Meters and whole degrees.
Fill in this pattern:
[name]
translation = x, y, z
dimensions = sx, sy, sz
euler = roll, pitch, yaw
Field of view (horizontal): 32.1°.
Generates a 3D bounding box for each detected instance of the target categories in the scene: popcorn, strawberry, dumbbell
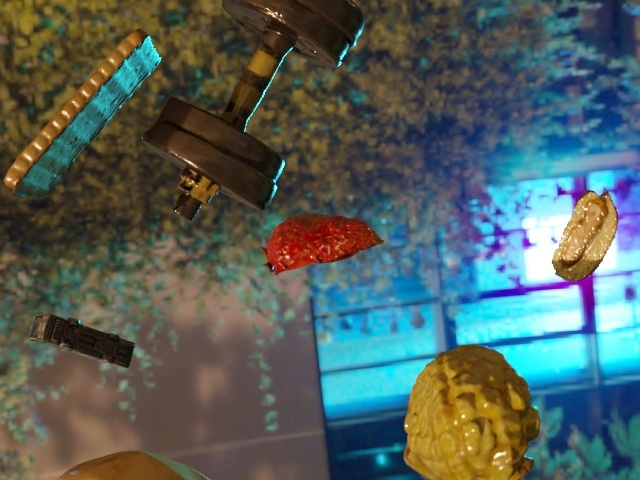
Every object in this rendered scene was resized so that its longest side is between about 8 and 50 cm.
[popcorn]
translation = 0.234, 0.277, 1.782
dimensions = 0.174, 0.225, 0.286
euler = 8, 170, -15
[strawberry]
translation = 0.000, 0.000, 1.595
dimensions = 0.187, 0.082, 0.146
euler = -9, -165, 25
[dumbbell]
translation = -0.085, -0.202, 1.416
dimensions = 0.185, 0.388, 0.185
euler = 29, 177, 2

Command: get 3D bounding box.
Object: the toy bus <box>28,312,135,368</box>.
[toy bus]
translation = -0.354, 0.149, 1.648
dimensions = 0.065, 0.047, 0.166
euler = 0, 161, 44

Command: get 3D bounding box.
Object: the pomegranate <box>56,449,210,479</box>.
[pomegranate]
translation = -0.269, 0.486, 1.656
dimensions = 0.342, 0.342, 0.342
euler = -6, -171, 1

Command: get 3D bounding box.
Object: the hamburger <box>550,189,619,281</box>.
[hamburger]
translation = 0.479, -0.013, 1.949
dimensions = 0.087, 0.176, 0.102
euler = 25, -158, 23

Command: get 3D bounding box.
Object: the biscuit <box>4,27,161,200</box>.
[biscuit]
translation = -0.297, -0.155, 1.392
dimensions = 0.254, 0.029, 0.172
euler = -50, -178, -3
